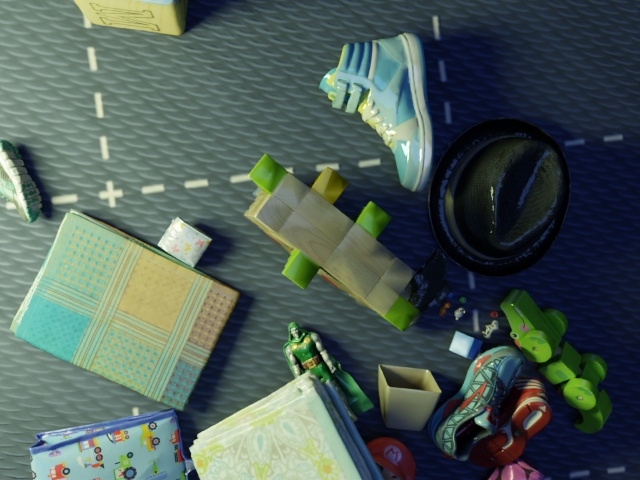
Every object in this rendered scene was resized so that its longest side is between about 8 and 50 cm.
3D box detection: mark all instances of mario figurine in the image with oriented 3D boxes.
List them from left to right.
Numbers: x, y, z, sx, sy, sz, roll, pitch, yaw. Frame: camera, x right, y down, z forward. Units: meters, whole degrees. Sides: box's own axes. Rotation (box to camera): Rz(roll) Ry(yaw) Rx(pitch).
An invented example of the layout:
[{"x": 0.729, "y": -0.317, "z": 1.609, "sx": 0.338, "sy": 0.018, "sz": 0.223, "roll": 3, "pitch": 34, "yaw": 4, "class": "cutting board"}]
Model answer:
[{"x": 0.072, "y": 0.529, "z": 1.331, "sx": 0.198, "sy": 0.170, "sz": 0.320, "roll": 28, "pitch": 94, "yaw": -32, "class": "mario figurine"}]

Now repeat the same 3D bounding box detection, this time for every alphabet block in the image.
[{"x": -0.343, "y": -0.506, "z": 1.263, "sx": 0.193, "sy": 0.197, "sz": 0.192, "roll": 8, "pitch": 89, "yaw": -7, "class": "alphabet block"}]

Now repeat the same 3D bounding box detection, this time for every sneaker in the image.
[{"x": -0.596, "y": -0.105, "z": 1.316, "sx": 0.076, "sy": 0.065, "sz": 0.166, "roll": -24, "pitch": 90, "yaw": 11, "class": "sneaker"}, {"x": 0.106, "y": -0.247, "z": 1.355, "sx": 0.208, "sy": 0.127, "sz": 0.319, "roll": -4, "pitch": 82, "yaw": -8, "class": "sneaker"}, {"x": 0.202, "y": 0.100, "z": 1.406, "sx": 0.170, "sy": 0.051, "sz": 0.089, "roll": -38, "pitch": 94, "yaw": -9, "class": "sneaker"}, {"x": 0.331, "y": 0.331, "z": 1.365, "sx": 0.104, "sy": 0.125, "sz": 0.262, "roll": 32, "pitch": 99, "yaw": -22, "class": "sneaker"}, {"x": 0.392, "y": 0.370, "z": 1.417, "sx": 0.087, "sy": 0.128, "sz": 0.221, "roll": 40, "pitch": 120, "yaw": -4, "class": "sneaker"}]

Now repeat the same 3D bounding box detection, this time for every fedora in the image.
[{"x": 0.379, "y": -0.088, "z": 1.370, "sx": 0.334, "sy": 0.152, "sz": 0.334, "roll": 0, "pitch": 90, "yaw": -6, "class": "fedora"}]

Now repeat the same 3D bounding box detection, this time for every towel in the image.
[{"x": -0.378, "y": 0.139, "z": 1.345, "sx": 0.370, "sy": 0.040, "sz": 0.271, "roll": 26, "pitch": 86, "yaw": -7, "class": "towel"}, {"x": -0.045, "y": 0.471, "z": 1.286, "sx": 0.320, "sy": 0.090, "sz": 0.374, "roll": -31, "pitch": 80, "yaw": 20, "class": "towel"}]

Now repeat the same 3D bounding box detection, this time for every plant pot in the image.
[{"x": 0.170, "y": 0.320, "z": 1.380, "sx": 0.109, "sy": 0.109, "sz": 0.096, "roll": 8, "pitch": 102, "yaw": -6, "class": "plant pot"}]

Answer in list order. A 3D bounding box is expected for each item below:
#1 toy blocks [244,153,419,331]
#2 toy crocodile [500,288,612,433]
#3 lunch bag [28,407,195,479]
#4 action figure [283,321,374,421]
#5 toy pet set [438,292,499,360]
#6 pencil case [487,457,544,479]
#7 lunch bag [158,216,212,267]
[{"x": 0.000, "y": 0.000, "z": 1.289, "sx": 0.381, "sy": 0.261, "sz": 0.191, "roll": 38, "pitch": 84, "yaw": -12, "class": "toy blocks"}, {"x": 0.486, "y": 0.247, "z": 1.417, "sx": 0.340, "sy": 0.105, "sz": 0.115, "roll": 49, "pitch": 44, "yaw": -4, "class": "toy crocodile"}, {"x": -0.381, "y": 0.458, "z": 1.316, "sx": 0.293, "sy": 0.138, "sz": 0.221, "roll": -9, "pitch": 89, "yaw": -17, "class": "lunch bag"}, {"x": -0.006, "y": 0.268, "z": 1.381, "sx": 0.137, "sy": 0.063, "sz": 0.232, "roll": -29, "pitch": 90, "yaw": -2, "class": "action figure"}, {"x": 0.302, "y": 0.179, "z": 1.408, "sx": 0.122, "sy": 0.065, "sz": 0.114, "roll": 22, "pitch": 88, "yaw": -6, "class": "toy pet set"}, {"x": 0.362, "y": 0.535, "z": 1.411, "sx": 0.098, "sy": 0.095, "sz": 0.209, "roll": 37, "pitch": 84, "yaw": 28, "class": "pencil case"}, {"x": -0.266, "y": 0.001, "z": 1.350, "sx": 0.083, "sy": 0.053, "sz": 0.071, "roll": 32, "pitch": 89, "yaw": -15, "class": "lunch bag"}]
